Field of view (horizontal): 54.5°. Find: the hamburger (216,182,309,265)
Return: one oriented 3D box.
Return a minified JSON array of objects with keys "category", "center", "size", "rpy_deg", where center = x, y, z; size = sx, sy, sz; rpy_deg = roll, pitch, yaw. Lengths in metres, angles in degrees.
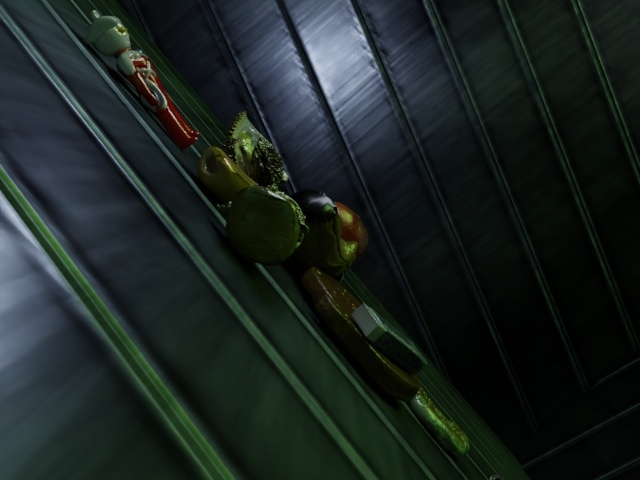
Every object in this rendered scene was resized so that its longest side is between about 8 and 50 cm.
[{"category":"hamburger","center":[-0.116,-0.031,1.205],"size":[0.185,0.159,0.131],"rpy_deg":[22,8,1]}]

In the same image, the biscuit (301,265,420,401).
[{"category":"biscuit","center":[0.081,0.221,1.503],"size":[0.350,0.070,0.394],"rpy_deg":[38,12,-51]}]

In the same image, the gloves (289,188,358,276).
[{"category":"gloves","center":[-0.011,0.006,1.675],"size":[0.203,0.155,0.356],"rpy_deg":[31,-19,28]}]

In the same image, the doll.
[{"category":"doll","center":[-0.439,-0.397,1.541],"size":[0.384,0.099,0.188],"rpy_deg":[51,3,-21]}]

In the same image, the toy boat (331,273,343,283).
[{"category":"toy boat","center":[-0.012,0.038,2.064],"size":[0.262,0.114,0.115],"rpy_deg":[50,-30,3]}]

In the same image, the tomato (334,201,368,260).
[{"category":"tomato","center":[0.031,-0.010,1.900],"size":[0.232,0.188,0.232],"rpy_deg":[34,-16,11]}]

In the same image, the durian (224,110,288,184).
[{"category":"durian","center":[-0.242,-0.304,2.269],"size":[0.306,0.166,0.172],"rpy_deg":[50,1,3]}]

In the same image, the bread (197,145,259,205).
[{"category":"bread","center":[-0.188,-0.109,1.495],"size":[0.142,0.091,0.305],"rpy_deg":[43,0,35]}]

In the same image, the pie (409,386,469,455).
[{"category":"pie","center":[0.313,0.484,1.686],"size":[0.240,0.054,0.240],"rpy_deg":[47,5,-5]}]

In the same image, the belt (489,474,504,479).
[{"category":"belt","center":[0.435,0.640,1.470],"size":[0.053,0.071,0.232],"rpy_deg":[56,6,-8]}]

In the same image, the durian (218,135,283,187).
[{"category":"durian","center":[-0.195,-0.180,1.668],"size":[0.196,0.196,0.167],"rpy_deg":[49,24,-9]}]

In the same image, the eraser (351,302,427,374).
[{"category":"eraser","center":[0.160,0.230,1.441],"size":[0.212,0.046,0.092],"rpy_deg":[41,9,-37]}]
